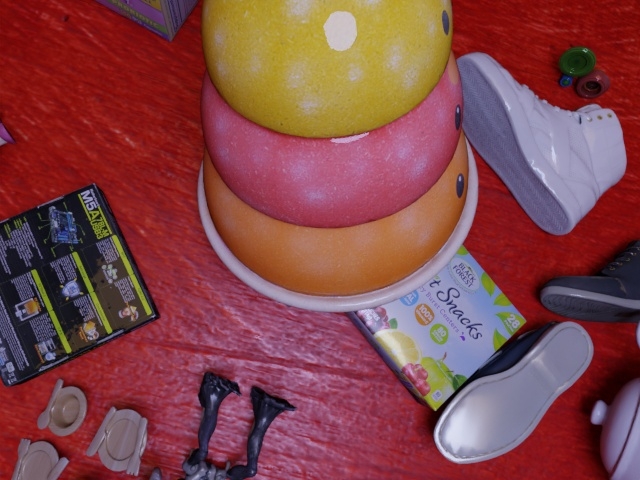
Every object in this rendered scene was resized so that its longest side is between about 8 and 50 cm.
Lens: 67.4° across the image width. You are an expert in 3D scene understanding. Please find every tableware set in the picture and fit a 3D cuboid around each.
[{"bbox_3d":[-0.277,0.244,0.543,0.169,0.020,0.141,17,76,22],"label":"tableware set"}]

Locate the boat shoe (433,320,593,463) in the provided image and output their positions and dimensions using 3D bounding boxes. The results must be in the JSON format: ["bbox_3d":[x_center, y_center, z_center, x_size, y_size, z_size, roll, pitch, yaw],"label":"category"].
[{"bbox_3d":[0.243,0.193,0.634,0.254,0.079,0.095,-38,85,-15],"label":"boat shoe"}]

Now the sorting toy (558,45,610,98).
[{"bbox_3d":[0.412,-0.269,0.755,0.102,0.061,0.042,44,60,-27],"label":"sorting toy"}]

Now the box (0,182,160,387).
[{"bbox_3d":[-0.324,0.051,0.592,0.184,0.045,0.190,-26,84,-15],"label":"box"}]

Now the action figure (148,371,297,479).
[{"bbox_3d":[-0.136,0.294,0.528,0.164,0.141,0.275,26,75,-15],"label":"action figure"}]

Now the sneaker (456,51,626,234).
[{"bbox_3d":[0.324,-0.173,0.707,0.169,0.108,0.292,-37,97,-15],"label":"sneaker"}]

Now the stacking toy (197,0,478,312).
[{"bbox_3d":[0.007,-0.157,0.427,0.351,0.480,0.350,-1,67,3],"label":"stacking toy"}]

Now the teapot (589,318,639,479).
[{"bbox_3d":[0.444,0.248,0.600,0.187,0.252,0.256,21,49,32],"label":"teapot"}]

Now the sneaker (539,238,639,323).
[{"bbox_3d":[0.422,0.053,0.698,0.222,0.083,0.118,7,63,-4],"label":"sneaker"}]

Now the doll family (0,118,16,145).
[{"bbox_3d":[-0.508,-0.173,0.584,0.163,0.118,0.263,-32,104,-19],"label":"doll family"}]

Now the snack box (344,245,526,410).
[{"bbox_3d":[0.136,0.084,0.642,0.174,0.070,0.207,-38,88,-13],"label":"snack box"}]

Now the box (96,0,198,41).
[{"bbox_3d":[-0.244,-0.445,0.657,0.213,0.117,0.243,28,76,-3],"label":"box"}]
